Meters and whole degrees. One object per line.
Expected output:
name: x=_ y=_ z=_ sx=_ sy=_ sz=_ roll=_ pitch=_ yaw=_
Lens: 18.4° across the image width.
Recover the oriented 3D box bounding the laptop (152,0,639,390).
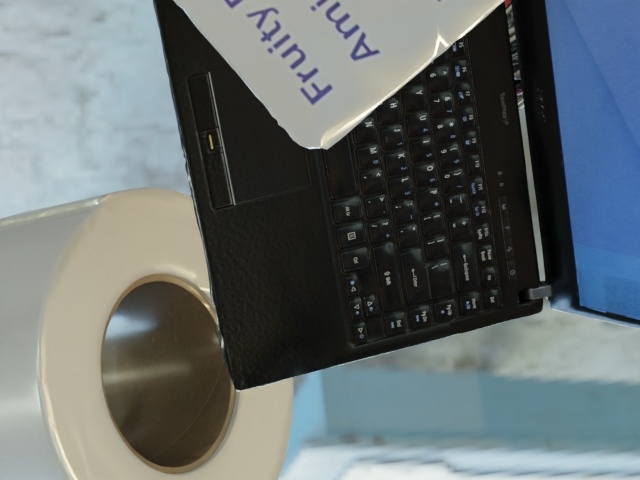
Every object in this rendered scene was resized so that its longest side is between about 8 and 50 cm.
laptop: x=0.077 y=-0.037 z=0.911 sx=0.264 sy=0.136 sz=0.234 roll=-14 pitch=114 yaw=-9

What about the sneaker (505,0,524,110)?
sneaker: x=0.102 y=-0.114 z=1.153 sx=0.299 sy=0.112 sz=0.121 roll=-51 pitch=145 yaw=-4

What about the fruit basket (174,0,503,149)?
fruit basket: x=0.012 y=-0.243 z=0.482 sx=0.353 sy=0.327 sz=0.165 roll=-41 pitch=-177 yaw=-36

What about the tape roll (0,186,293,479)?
tape roll: x=-0.158 y=0.097 z=1.317 sx=0.169 sy=0.246 sz=0.246 roll=-11 pitch=155 yaw=38
